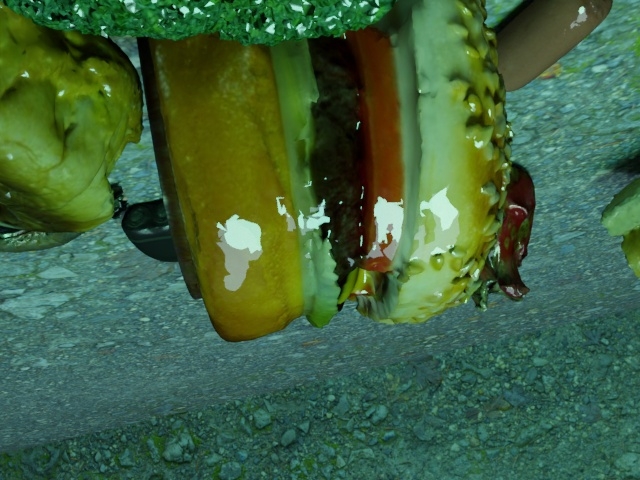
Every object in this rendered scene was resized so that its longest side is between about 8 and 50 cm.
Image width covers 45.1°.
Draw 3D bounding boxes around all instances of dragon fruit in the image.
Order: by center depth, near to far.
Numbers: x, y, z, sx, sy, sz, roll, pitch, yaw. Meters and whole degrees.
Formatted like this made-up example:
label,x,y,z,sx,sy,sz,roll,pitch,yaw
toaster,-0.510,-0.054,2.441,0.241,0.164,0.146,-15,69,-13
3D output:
label,x,y,z,sx,sy,sz,roll,pitch,yaw
dragon fruit,0.266,-0.003,1.161,0.134,0.212,0.262,-16,167,37

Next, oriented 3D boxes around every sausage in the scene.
label,x,y,z,sx,sy,sz,roll,pitch,yaw
sausage,0.219,-0.204,0.769,0.062,0.062,0.154,1,156,-30

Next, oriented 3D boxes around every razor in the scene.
label,x,y,z,sx,sy,sz,roll,pitch,yaw
razor,-0.219,-0.007,1.095,0.090,0.054,0.148,-8,160,4

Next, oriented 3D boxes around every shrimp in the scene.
label,x,y,z,sx,sy,sz,roll,pitch,yaw
shrimp,-0.353,-0.030,0.977,0.219,0.046,0.152,-19,162,23

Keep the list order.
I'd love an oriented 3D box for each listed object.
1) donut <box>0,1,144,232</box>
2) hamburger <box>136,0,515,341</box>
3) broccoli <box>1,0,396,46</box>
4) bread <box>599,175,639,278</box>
label,x,y,z,sx,sy,sz,roll,pitch,yaw
donut,-0.263,-0.119,0.506,0.329,0.160,0.330,26,169,5
hamburger,0.001,-0.085,0.615,0.250,0.330,0.330,-11,161,-5
broccoli,-0.068,-0.205,0.349,0.265,0.295,0.245,16,119,-33
bread,0.618,-0.093,1.107,0.236,0.165,0.375,-24,172,-34
